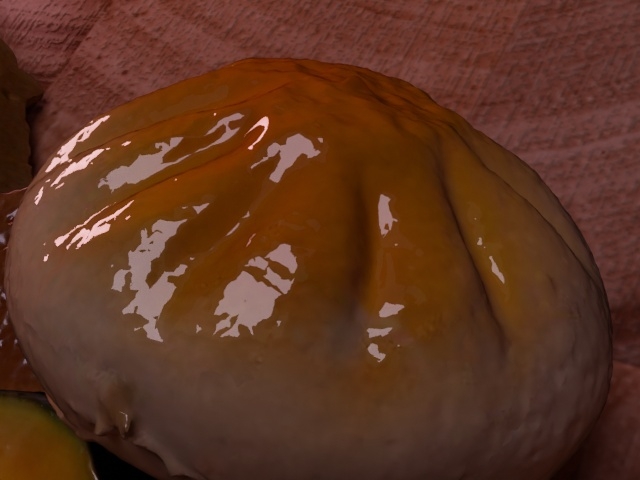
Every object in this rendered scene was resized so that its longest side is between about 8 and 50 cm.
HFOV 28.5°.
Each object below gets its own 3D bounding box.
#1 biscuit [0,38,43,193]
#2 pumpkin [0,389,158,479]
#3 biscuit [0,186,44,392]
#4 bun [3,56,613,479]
[{"bbox_3d":[-0.278,-0.116,0.898,0.035,0.162,0.250,-41,69,36],"label":"biscuit"},{"bbox_3d":[-0.144,0.215,0.571,0.221,0.139,0.317,-2,57,14],"label":"pumpkin"},{"bbox_3d":[-0.196,0.087,0.765,0.277,0.052,0.262,-20,54,3],"label":"biscuit"},{"bbox_3d":[0.000,0.000,0.601,0.298,0.165,0.299,8,21,-3],"label":"bun"}]
